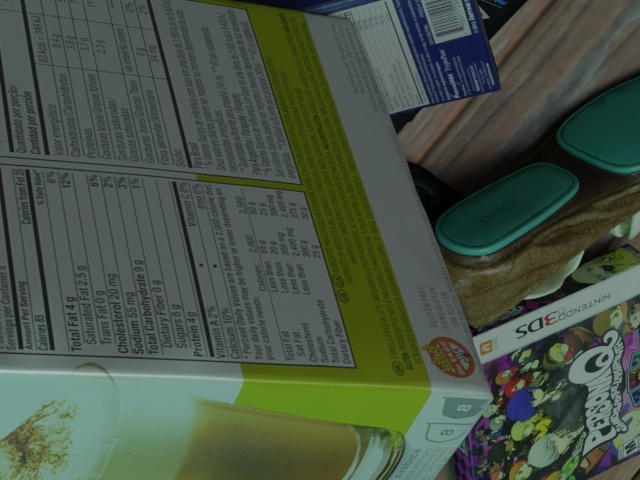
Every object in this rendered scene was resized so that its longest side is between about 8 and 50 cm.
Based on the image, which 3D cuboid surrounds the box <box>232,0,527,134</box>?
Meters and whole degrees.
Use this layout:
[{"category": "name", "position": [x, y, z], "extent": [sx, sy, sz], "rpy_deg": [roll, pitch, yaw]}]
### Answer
[{"category": "box", "position": [0.012, -0.220, 1.095], "extent": [0.295, 0.073, 0.293], "rpy_deg": [17, 138, -27]}]

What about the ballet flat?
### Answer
[{"category": "ballet flat", "position": [0.230, -0.032, 1.318], "extent": [0.342, 0.116, 0.124], "rpy_deg": [-35, 138, -27]}]

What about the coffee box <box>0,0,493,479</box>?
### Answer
[{"category": "coffee box", "position": [-0.144, 0.060, 1.001], "extent": [0.334, 0.338, 0.338], "rpy_deg": [5, 137, -25]}]

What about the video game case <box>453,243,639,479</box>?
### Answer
[{"category": "video game case", "position": [0.218, 0.140, 1.413], "extent": [0.210, 0.042, 0.232], "rpy_deg": [-21, 125, -19]}]

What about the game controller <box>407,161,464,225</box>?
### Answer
[{"category": "game controller", "position": [0.024, 0.085, 1.323], "extent": [0.319, 0.067, 0.166], "rpy_deg": [-53, 135, 4]}]

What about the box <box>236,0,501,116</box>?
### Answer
[{"category": "box", "position": [0.011, -0.137, 1.118], "extent": [0.225, 0.036, 0.136], "rpy_deg": [-14, 143, 9]}]
